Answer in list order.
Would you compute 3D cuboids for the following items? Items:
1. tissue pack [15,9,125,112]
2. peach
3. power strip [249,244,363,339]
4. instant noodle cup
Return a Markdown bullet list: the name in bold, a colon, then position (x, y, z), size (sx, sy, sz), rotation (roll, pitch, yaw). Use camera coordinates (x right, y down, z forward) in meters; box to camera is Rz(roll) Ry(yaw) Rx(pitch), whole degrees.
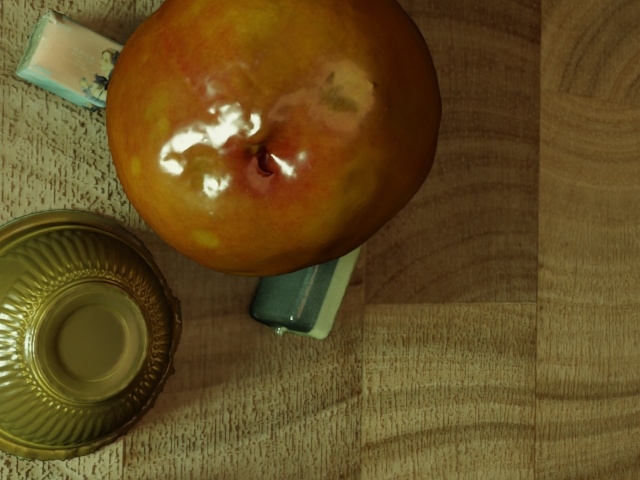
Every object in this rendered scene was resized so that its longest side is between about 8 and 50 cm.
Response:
- **tissue pack**: position (-0.263, -0.189, 0.956), size (0.094, 0.059, 0.074), rotation (24, 78, -31)
- **peach**: position (-0.046, -0.127, 0.924), size (0.343, 0.301, 0.342), rotation (2, 107, 7)
- **power strip**: position (0.000, 0.000, 1.105), size (0.070, 0.105, 0.256), rotation (30, 74, -31)
- **instant noodle cup**: position (-0.253, 0.103, 0.941), size (0.274, 0.091, 0.273), rotation (0, 90, -34)
